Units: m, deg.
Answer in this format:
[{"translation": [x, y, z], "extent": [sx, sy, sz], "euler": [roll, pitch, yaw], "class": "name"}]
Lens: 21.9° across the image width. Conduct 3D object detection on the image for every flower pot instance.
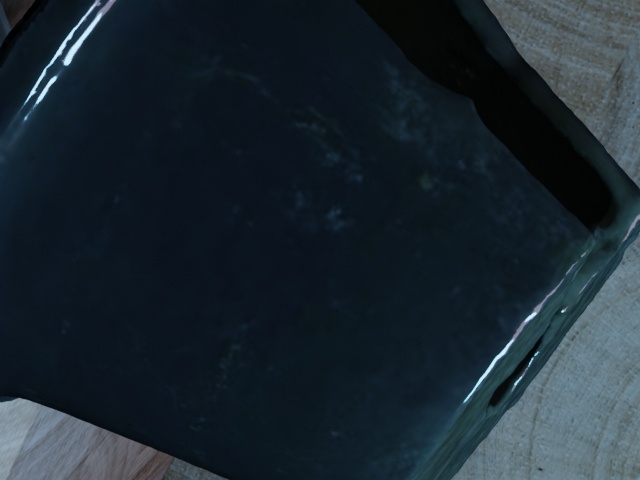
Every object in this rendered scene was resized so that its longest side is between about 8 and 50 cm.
[{"translation": [0.000, 0.000, 0.851], "extent": [0.379, 0.251, 0.379], "euler": [-50, 168, -15], "class": "flower pot"}]

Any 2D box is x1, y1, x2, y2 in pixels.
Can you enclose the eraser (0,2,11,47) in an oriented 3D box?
[{"translation": [-0.206, -0.096, 0.848], "extent": [0.089, 0.061, 0.352], "euler": [-58, 173, -15], "class": "eraser"}]
